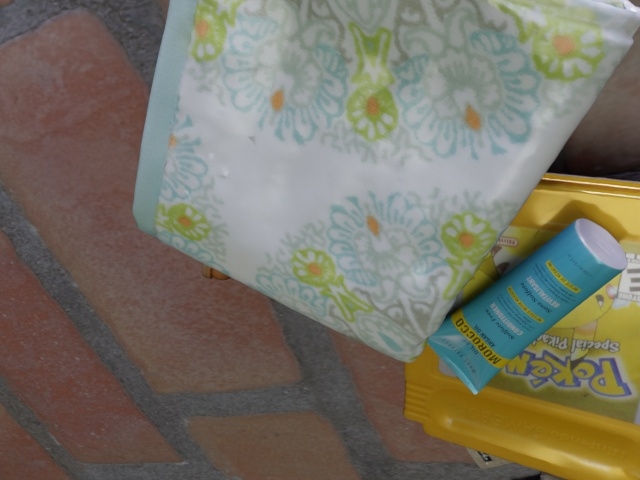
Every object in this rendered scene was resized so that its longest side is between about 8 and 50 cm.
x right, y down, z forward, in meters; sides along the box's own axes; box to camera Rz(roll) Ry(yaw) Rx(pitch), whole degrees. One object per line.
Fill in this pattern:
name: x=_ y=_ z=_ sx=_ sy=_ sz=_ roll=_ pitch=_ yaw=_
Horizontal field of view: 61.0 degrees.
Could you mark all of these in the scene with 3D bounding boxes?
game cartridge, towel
game cartridge: x=0.226 y=0.094 z=0.538 sx=0.286 sy=0.053 sz=0.323 roll=10 pitch=115 yaw=25
towel: x=0.012 y=-0.084 z=0.461 sx=0.321 sy=0.090 sz=0.374 roll=28 pitch=126 yaw=6

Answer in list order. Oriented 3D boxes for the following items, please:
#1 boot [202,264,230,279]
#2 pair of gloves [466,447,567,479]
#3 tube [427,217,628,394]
boot: x=0.000 y=0.000 z=0.655 sx=0.220 sy=0.109 sz=0.283 roll=33 pitch=120 yaw=-12
pair of gloves: x=0.357 y=0.343 z=0.813 sx=0.204 sy=0.042 sz=0.240 roll=-30 pitch=110 yaw=36
tube: x=0.179 y=0.064 z=0.499 sx=0.080 sy=0.052 sz=0.207 roll=51 pitch=133 yaw=18
